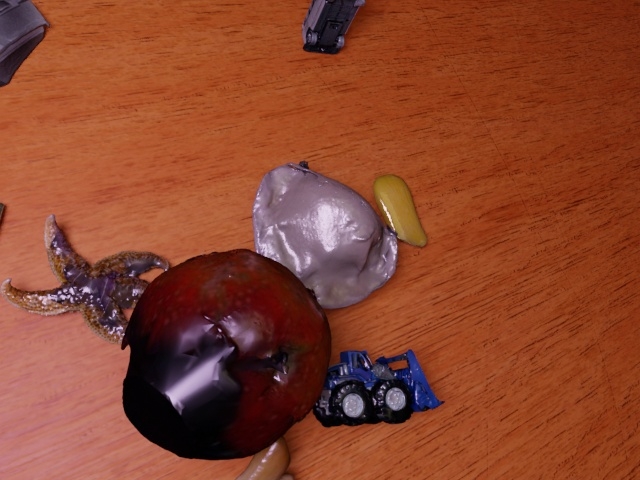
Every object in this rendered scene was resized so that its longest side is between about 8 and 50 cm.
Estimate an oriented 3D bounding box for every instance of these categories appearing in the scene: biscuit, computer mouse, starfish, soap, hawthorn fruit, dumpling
[{"bbox_3d":[-0.124,0.387,0.735,0.208,0.164,0.047,-30,43,-26],"label":"biscuit"},{"bbox_3d":[-0.546,-0.334,0.829,0.126,0.071,0.231,30,63,-12],"label":"computer mouse"},{"bbox_3d":[-0.352,0.065,0.787,0.238,0.071,0.215,-11,72,-36],"label":"starfish"},{"bbox_3d":[0.162,-0.059,1.061,0.089,0.033,0.168,-12,78,-24],"label":"soap"},{"bbox_3d":[-0.136,0.157,0.720,0.316,0.316,0.315,7,70,-21],"label":"hawthorn fruit"},{"bbox_3d":[0.002,-0.008,0.927,0.293,0.163,0.204,35,97,-10],"label":"dumpling"}]

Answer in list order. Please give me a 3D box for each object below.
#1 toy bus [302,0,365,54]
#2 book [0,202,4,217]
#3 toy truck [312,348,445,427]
[{"bbox_3d":[0.025,-0.480,1.057,0.087,0.194,0.088,-3,66,-24],"label":"toy bus"},{"bbox_3d":[-0.623,0.009,0.707,0.290,0.026,0.201,11,69,-19],"label":"book"},{"bbox_3d":[0.094,0.253,0.885,0.208,0.113,0.126,5,70,-23],"label":"toy truck"}]
